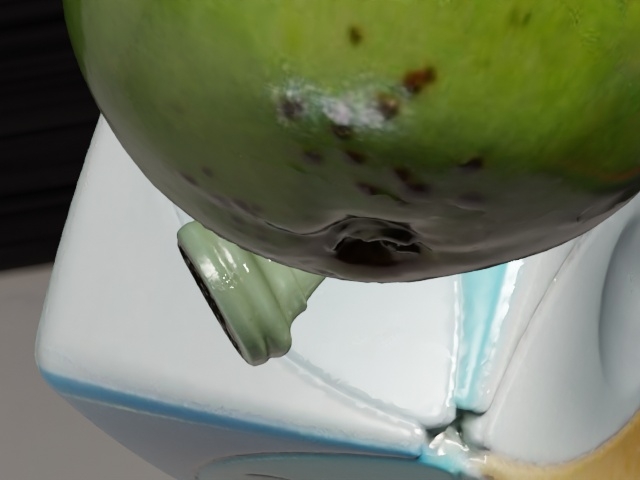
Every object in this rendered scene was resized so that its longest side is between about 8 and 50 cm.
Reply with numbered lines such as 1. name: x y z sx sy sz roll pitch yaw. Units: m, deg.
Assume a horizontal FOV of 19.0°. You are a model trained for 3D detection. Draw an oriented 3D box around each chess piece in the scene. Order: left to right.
1. chess piece: 0.000 0.000 0.773 0.067 0.103 0.067 60 -7 12

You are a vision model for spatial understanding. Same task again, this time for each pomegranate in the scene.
1. pomegranate: 0.025 -0.102 0.531 0.181 0.181 0.224 84 17 -73

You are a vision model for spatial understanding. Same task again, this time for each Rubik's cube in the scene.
1. Rubik's cube: 0.054 0.019 1.319 0.347 0.351 0.352 45 61 -55
